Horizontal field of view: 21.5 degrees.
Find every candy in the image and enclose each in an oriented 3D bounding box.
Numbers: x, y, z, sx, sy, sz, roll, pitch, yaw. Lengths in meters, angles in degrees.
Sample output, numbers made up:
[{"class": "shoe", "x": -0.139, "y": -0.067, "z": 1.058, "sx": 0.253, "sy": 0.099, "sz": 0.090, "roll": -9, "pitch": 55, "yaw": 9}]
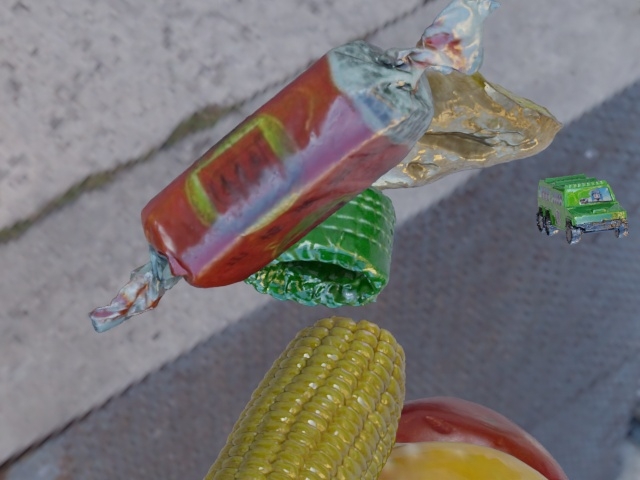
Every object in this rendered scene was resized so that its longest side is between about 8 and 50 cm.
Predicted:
[{"class": "candy", "x": -0.019, "y": -0.038, "z": 0.906, "sx": 0.292, "sy": 0.059, "sz": 0.086, "roll": -39, "pitch": 163, "yaw": 16}]

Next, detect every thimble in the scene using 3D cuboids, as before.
[{"class": "thimble", "x": 0.000, "y": 0.000, "z": 1.419, "sx": 0.130, "sy": 0.090, "sz": 0.118, "roll": 17, "pitch": 152, "yaw": -19}]

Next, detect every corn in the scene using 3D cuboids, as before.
[{"class": "corn", "x": -0.029, "y": 0.165, "z": 0.989, "sx": 0.106, "sy": 0.106, "sz": 0.305, "roll": 87, "pitch": 22, "yaw": -44}]

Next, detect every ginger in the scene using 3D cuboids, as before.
[{"class": "ginger", "x": 0.120, "y": -0.137, "z": 1.974, "sx": 0.353, "sy": 0.126, "sz": 0.190, "roll": -5, "pitch": 116, "yaw": -15}]

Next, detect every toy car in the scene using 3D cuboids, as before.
[{"class": "toy car", "x": 0.292, "y": -0.037, "z": 1.893, "sx": 0.071, "sy": 0.165, "sz": 0.063, "roll": -8, "pitch": 98, "yaw": -7}]

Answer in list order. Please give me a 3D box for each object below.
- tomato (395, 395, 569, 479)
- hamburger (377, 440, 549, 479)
[{"class": "tomato", "x": 0.122, "y": 0.272, "z": 1.634, "sx": 0.298, "sy": 0.298, "sz": 0.226, "roll": -1, "pitch": 112, "yaw": -48}, {"class": "hamburger", "x": 0.058, "y": 0.250, "z": 1.174, "sx": 0.261, "sy": 0.302, "sz": 0.186, "roll": -50, "pitch": -176, "yaw": -21}]
